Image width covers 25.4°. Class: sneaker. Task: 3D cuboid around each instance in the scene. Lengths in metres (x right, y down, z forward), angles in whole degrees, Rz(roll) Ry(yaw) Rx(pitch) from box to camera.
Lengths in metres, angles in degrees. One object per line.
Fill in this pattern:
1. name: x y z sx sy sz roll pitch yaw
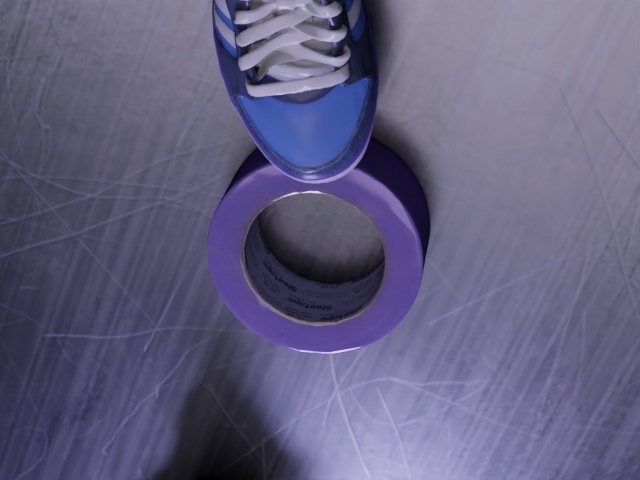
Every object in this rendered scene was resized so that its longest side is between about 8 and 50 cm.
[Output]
1. sneaker: -0.035 -0.189 1.049 0.130 0.236 0.322 -6 98 6

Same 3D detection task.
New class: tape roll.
1. tape roll: 0.000 0.000 1.252 0.189 0.080 0.189 4 115 8
